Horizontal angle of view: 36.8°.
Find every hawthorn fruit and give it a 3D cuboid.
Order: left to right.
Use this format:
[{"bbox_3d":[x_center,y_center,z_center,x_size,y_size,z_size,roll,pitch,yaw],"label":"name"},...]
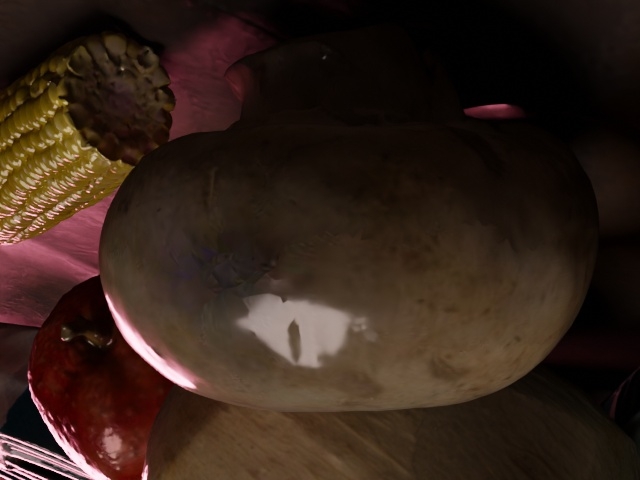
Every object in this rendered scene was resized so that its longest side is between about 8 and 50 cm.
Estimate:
[{"bbox_3d":[-0.157,0.115,0.845,0.205,0.205,0.253,10,153,17],"label":"hawthorn fruit"}]

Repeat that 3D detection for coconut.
[{"bbox_3d":[0.059,0.224,0.684,0.360,0.346,0.346,39,170,34],"label":"coconut"}]

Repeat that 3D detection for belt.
[{"bbox_3d":[-0.316,0.262,1.298,0.436,0.173,0.300,32,149,-30],"label":"belt"}]

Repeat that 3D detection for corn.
[{"bbox_3d":[-0.181,-0.056,0.617,0.093,0.093,0.244,31,152,-26],"label":"corn"}]

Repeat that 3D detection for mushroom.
[{"bbox_3d":[0.011,-0.006,0.477,0.255,0.255,0.184,-11,100,47],"label":"mushroom"}]

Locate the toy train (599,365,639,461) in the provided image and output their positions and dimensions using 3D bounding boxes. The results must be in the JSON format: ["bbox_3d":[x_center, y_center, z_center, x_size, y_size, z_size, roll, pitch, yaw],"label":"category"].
[{"bbox_3d":[0.269,0.088,0.624,0.088,0.086,0.407,21,156,8],"label":"toy train"}]
